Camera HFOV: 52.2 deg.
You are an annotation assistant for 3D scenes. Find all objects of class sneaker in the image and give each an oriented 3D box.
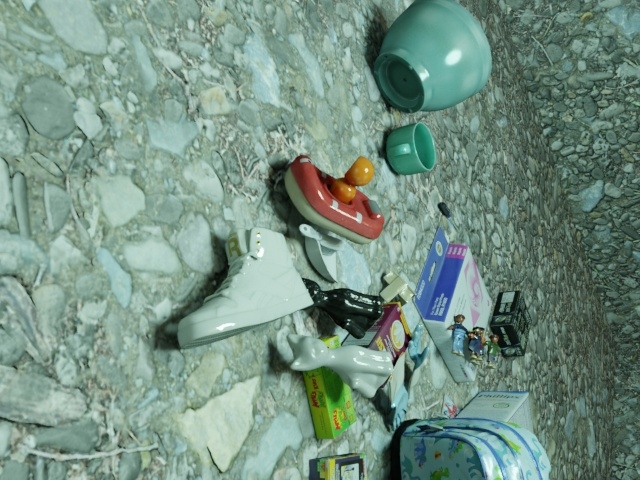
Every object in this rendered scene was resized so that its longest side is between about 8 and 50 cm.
[{"bbox_3d":[-0.142,0.067,1.075,0.292,0.108,0.169,-14,81,-56],"label":"sneaker"}]

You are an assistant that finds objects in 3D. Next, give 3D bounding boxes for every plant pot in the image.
[{"bbox_3d":[0.264,-0.452,1.692,0.196,0.293,0.293,-40,118,-24],"label":"plant pot"}]

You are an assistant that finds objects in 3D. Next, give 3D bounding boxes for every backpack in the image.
[{"bbox_3d":[0.312,0.511,1.391,0.273,0.355,0.290,19,63,-49],"label":"backpack"}]

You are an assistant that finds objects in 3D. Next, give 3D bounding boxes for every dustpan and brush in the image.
[{"bbox_3d":[0.000,0.000,1.329,0.211,0.060,0.147,19,66,-54],"label":"dustpan and brush"}]

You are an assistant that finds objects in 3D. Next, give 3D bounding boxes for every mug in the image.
[{"bbox_3d":[0.222,-0.241,1.701,0.158,0.097,0.129,35,54,-47],"label":"mug"}]

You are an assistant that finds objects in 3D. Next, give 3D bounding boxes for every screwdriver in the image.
[{"bbox_3d":[0.398,-0.063,1.992,0.170,0.024,0.025,48,15,-42],"label":"screwdriver"}]

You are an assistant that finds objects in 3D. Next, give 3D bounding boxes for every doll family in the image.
[{"bbox_3d":[0.415,0.270,1.765,0.193,0.076,0.111,32,63,-43],"label":"doll family"}]

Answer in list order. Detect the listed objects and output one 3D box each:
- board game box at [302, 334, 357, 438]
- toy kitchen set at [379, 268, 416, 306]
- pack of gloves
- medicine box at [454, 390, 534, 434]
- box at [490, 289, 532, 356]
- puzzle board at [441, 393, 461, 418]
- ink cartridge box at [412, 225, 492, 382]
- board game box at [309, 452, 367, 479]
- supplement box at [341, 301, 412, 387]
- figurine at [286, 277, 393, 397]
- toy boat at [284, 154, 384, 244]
[{"bbox_3d":[0.015,0.286,1.289,0.092,0.043,0.181,-16,94,-57],"label":"board game box"},{"bbox_3d":[0.175,0.129,1.598,0.068,0.075,0.083,-41,82,-14],"label":"toy kitchen set"},{"bbox_3d":[0.213,0.319,1.498,0.232,0.046,0.195,82,29,-43],"label":"pack of gloves"},{"bbox_3d":[0.496,0.591,1.835,0.289,0.149,0.263,-12,95,-58],"label":"medicine box"},{"bbox_3d":[0.654,0.283,2.234,0.147,0.077,0.180,61,37,-26],"label":"box"},{"bbox_3d":[0.362,0.493,1.794,0.128,0.011,0.096,50,43,-37],"label":"puzzle board"},{"bbox_3d":[0.391,0.176,1.874,0.330,0.071,0.324,61,38,-29],"label":"ink cartridge box"},{"bbox_3d":[0.038,0.504,1.262,0.141,0.048,0.170,18,67,-52],"label":"board game box"},{"bbox_3d":[0.124,0.228,1.438,0.188,0.081,0.104,-46,120,-51],"label":"supplement box"},{"bbox_3d":[0.021,0.175,1.237,0.209,0.092,0.215,21,43,-29],"label":"figurine"},{"bbox_3d":[0.046,-0.103,1.291,0.231,0.151,0.151,25,27,-29],"label":"toy boat"}]
